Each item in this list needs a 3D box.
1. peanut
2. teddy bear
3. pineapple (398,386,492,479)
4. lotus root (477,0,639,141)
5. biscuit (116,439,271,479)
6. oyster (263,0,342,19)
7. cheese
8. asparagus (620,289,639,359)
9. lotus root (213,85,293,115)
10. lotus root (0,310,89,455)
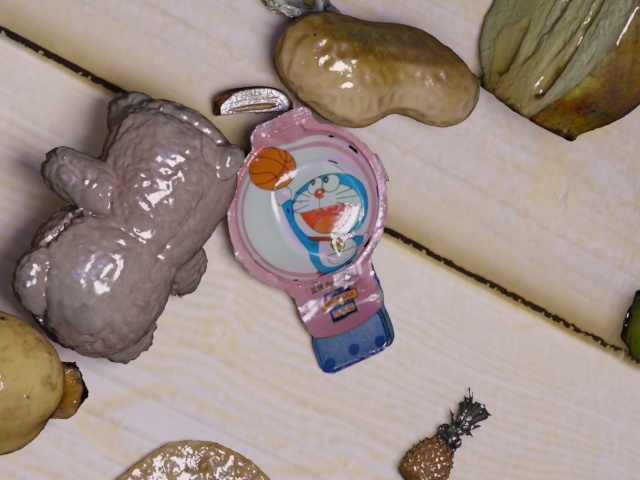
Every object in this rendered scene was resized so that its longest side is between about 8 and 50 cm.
[{"bbox_3d":[0.062,-0.173,1.890,0.236,0.110,0.120,12,40,-22],"label":"peanut"},{"bbox_3d":[-0.189,-0.012,1.767,0.236,0.151,0.267,38,84,-42],"label":"teddy bear"},{"bbox_3d":[0.139,0.219,1.928,0.124,0.058,0.058,-45,102,-23],"label":"pineapple"},{"bbox_3d":[0.307,-0.225,1.906,0.149,0.267,0.260,25,88,-27],"label":"lotus root"},{"bbox_3d":[-0.130,0.314,1.833,0.220,0.033,0.219,2,85,-19],"label":"biscuit"},{"bbox_3d":[-0.035,-0.272,1.906,0.098,0.037,0.100,-13,70,-38],"label":"oyster"},{"bbox_3d":[0.000,0.000,1.876,0.189,0.074,0.286,-23,107,-16],"label":"cheese"},{"bbox_3d":[0.474,0.117,2.036,0.343,0.085,0.082,11,72,-24],"label":"asparagus"},{"bbox_3d":[-0.072,-0.147,1.876,0.083,0.037,0.030,-4,95,-16],"label":"lotus root"},{"bbox_3d":[-0.358,0.133,1.693,0.284,0.160,0.146,8,70,-28],"label":"lotus root"}]
